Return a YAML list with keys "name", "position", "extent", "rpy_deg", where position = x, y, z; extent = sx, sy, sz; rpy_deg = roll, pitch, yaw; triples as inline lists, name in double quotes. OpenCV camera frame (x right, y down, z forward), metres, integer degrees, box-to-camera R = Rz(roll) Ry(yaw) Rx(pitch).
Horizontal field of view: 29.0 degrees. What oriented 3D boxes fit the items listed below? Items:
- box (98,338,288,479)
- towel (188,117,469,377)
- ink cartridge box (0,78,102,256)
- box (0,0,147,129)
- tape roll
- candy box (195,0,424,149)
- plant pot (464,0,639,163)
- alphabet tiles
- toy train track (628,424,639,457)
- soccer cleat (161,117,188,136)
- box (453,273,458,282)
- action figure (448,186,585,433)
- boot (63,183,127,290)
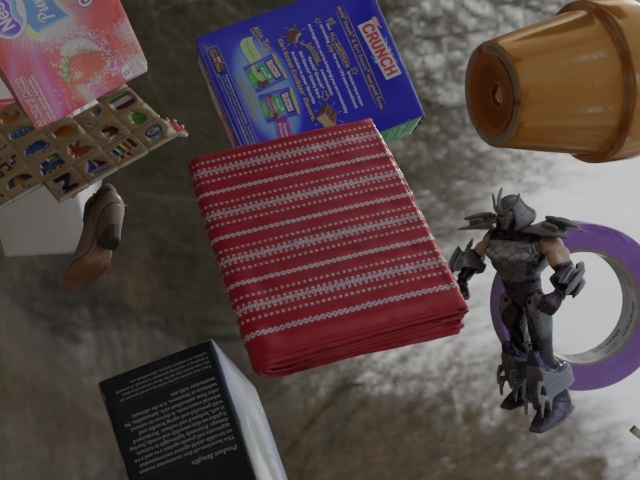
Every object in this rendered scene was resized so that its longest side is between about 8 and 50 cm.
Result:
- name: "box"
  position: [-0.153, 0.336, 1.759]
  extent: [0.296, 0.183, 0.294]
  rpy_deg: [64, 5, -69]
- name: "towel"
  position: [0.000, 0.000, 1.144]
  extent: [0.031, 0.199, 0.275]
  rpy_deg: [87, -15, -47]
- name: "ink cartridge box"
  position: [-0.394, -0.157, 1.787]
  extent: [0.306, 0.131, 0.226]
  rpy_deg: [-91, 178, -50]
- name: "box"
  position: [-0.308, -0.283, 1.245]
  extent: [0.154, 0.142, 0.300]
  rpy_deg: [48, -15, 42]
- name: "tape roll"
  position: [0.423, 0.105, 2.042]
  extent: [0.090, 0.275, 0.274]
  rpy_deg: [-137, -142, -84]
- name: "candy box"
  position: [-0.021, -0.264, 2.119]
  extent: [0.122, 0.317, 0.268]
  rpy_deg: [125, -57, -78]
- name: "plant pot"
  position: [0.287, -0.188, 1.506]
  extent: [0.205, 0.188, 0.205]
  rpy_deg: [171, -90, -68]
- name: "alphabet tiles"
  position: [-0.317, -0.115, 1.456]
  extent: [0.198, 0.237, 0.009]
  rpy_deg: [43, -23, 38]
- name: "toy train track"
  position: [0.404, 0.248, 1.516]
  extent: [0.083, 0.048, 0.014]
  rpy_deg: [35, 10, -39]
- name: "soccer cleat"
  position: [-0.217, -0.149, 1.640]
  extent: [0.029, 0.083, 0.035]
  rpy_deg: [150, -38, -74]
- name: "box"
  position: [0.100, 0.000, 1.720]
  extent: [0.021, 0.201, 0.164]
  rpy_deg: [-56, -176, 5]
- name: "action figure"
  position: [0.239, 0.072, 1.453]
  extent: [0.185, 0.099, 0.285]
  rpy_deg: [15, -59, 56]
- name: "boot"
  position: [-0.268, -0.007, 1.456]
  extent: [0.042, 0.118, 0.087]
  rpy_deg: [25, 34, -39]
